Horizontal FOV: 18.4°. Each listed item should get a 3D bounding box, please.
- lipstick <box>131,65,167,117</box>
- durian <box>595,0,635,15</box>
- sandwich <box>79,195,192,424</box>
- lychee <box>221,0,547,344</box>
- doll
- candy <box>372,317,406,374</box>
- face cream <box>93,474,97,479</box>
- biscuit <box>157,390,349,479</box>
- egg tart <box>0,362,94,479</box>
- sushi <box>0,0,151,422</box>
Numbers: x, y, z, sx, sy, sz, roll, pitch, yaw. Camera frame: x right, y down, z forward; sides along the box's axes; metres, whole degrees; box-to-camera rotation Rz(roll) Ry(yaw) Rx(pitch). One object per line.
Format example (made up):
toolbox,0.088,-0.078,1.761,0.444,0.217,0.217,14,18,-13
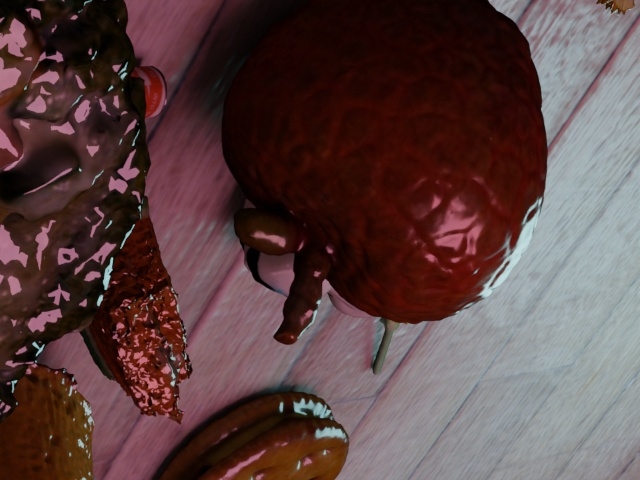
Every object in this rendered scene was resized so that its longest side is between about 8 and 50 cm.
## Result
lipstick,-0.168,-0.100,1.368,0.131,0.038,0.038,-7,138,-43
durian,0.239,-0.289,1.533,0.208,0.102,0.146,-61,155,-8
sandwich,-0.144,0.033,1.480,0.079,0.159,0.235,-27,129,-13
lychee,0.044,-0.056,1.464,0.300,0.255,0.255,-45,152,-8
doll,0.002,0.002,1.641,0.181,0.110,0.107,8,136,-49
candy,0.069,0.084,1.907,0.194,0.062,0.058,107,-3,-58
face cream,-0.301,0.299,1.734,0.269,0.082,0.082,-33,151,-13
biscuit,-0.069,0.237,1.931,0.220,0.066,0.220,-29,150,-18
egg tart,-0.264,0.204,1.547,0.215,0.171,0.215,-16,137,-15
sushi,-0.252,-0.045,1.143,0.294,0.178,0.352,14,117,-39
